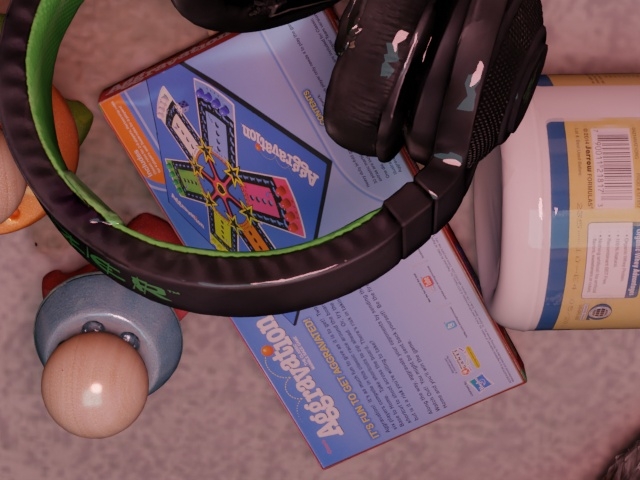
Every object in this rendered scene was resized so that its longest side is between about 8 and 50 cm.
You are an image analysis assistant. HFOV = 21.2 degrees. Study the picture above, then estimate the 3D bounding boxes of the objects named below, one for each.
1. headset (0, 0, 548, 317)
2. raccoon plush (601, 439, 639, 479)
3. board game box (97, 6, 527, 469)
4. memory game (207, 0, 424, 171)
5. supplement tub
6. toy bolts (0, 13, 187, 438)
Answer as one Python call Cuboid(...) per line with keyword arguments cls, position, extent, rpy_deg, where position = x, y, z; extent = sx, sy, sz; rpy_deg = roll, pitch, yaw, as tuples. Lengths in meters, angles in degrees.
Cuboid(cls="headset", position=(0.015, -0.144, 0.846), extent=(0.243, 0.185, 0.394), rpy_deg=(42, 76, 15))
Cuboid(cls="raccoon plush", position=(0.053, 0.260, 1.114), extent=(0.299, 0.446, 0.216), rpy_deg=(25, 156, 28))
Cuboid(cls="board game box", position=(0.000, 0.000, 1.023), extent=(0.145, 0.027, 0.281), rpy_deg=(-25, 113, 11))
Cuboid(cls="memory game", position=(0.009, -0.085, 1.004), extent=(0.186, 0.012, 0.186), rpy_deg=(0, 116, 0))
Cuboid(cls="supplement tub", position=(0.192, -0.022, 0.956), extent=(0.200, 0.144, 0.144), rpy_deg=(-1, 116, -2))
Cuboid(cls="toy bolts", position=(-0.187, 0.024, 0.976), extent=(0.218, 0.158, 0.228), rpy_deg=(-37, 110, 17))
